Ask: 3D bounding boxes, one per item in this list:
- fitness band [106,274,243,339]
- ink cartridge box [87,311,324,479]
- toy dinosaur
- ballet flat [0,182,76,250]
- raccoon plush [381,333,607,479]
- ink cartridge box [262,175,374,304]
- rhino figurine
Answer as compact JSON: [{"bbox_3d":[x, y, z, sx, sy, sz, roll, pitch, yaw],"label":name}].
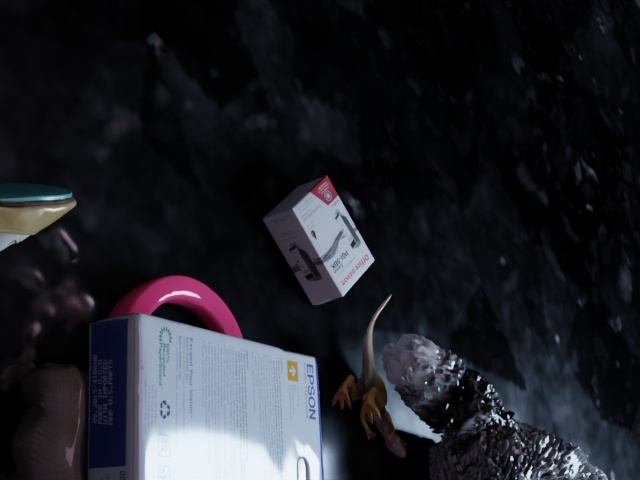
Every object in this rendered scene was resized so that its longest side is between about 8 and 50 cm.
[{"bbox_3d":[-0.149,0.180,1.121,0.209,0.054,0.291,19,61,-41],"label":"fitness band"},{"bbox_3d":[-0.102,0.257,1.033,0.330,0.071,0.324,26,58,-58],"label":"ink cartridge box"},{"bbox_3d":[0.064,0.187,1.367,0.112,0.064,0.211,-20,102,-64],"label":"toy dinosaur"},{"bbox_3d":[-0.337,-0.018,0.973,0.232,0.080,0.073,0,104,-47],"label":"ballet flat"},{"bbox_3d":[0.175,0.372,1.355,0.446,0.216,0.299,38,59,-14],"label":"raccoon plush"},{"bbox_3d":[0.000,0.000,1.352,0.135,0.056,0.099,60,40,-14],"label":"ink cartridge box"},{"bbox_3d":[-0.249,0.225,0.941,0.073,0.106,0.243,19,62,-44],"label":"rhino figurine"}]
